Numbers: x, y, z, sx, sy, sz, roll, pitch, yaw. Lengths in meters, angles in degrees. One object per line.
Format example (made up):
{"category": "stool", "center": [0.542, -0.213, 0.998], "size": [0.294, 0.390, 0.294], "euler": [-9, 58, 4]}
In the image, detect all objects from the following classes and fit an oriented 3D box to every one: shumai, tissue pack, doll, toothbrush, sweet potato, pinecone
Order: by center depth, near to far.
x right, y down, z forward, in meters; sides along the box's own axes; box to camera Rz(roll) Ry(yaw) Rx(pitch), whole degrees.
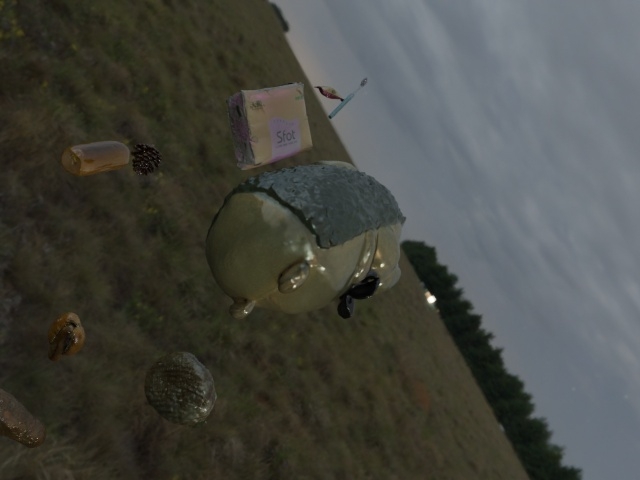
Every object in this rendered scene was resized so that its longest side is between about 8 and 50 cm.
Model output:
{"category": "doll", "center": [0.000, 0.000, 0.957], "size": [0.350, 0.247, 0.247], "euler": [-26, 86, -55]}
{"category": "toothbrush", "center": [0.065, -0.328, 1.451], "size": [0.011, 0.167, 0.014], "euler": [30, -35, 16]}
{"category": "shumai", "center": [-0.306, 0.355, 1.486], "size": [0.153, 0.210, 0.161], "euler": [41, 56, -48]}
{"category": "sweet potato", "center": [-0.832, 0.480, 1.701], "size": [0.114, 0.092, 0.341], "euler": [17, -36, 31]}
{"category": "tissue pack", "center": [-0.148, -0.332, 1.809], "size": [0.257, 0.123, 0.214], "euler": [-26, 111, -46]}
{"category": "pinecone", "center": [-0.558, -0.261, 2.017], "size": [0.102, 0.102, 0.109], "euler": [56, 27, -35]}

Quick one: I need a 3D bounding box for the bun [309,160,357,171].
{"category": "bun", "center": [0.037, -0.192, 2.080], "size": [0.173, 0.167, 0.113], "euler": [132, -37, -76]}

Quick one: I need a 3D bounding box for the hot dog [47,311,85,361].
{"category": "hot dog", "center": [-0.591, 0.225, 1.457], "size": [0.089, 0.140, 0.060], "euler": [53, 40, -1]}

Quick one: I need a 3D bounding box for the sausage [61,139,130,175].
{"category": "sausage", "center": [-0.733, -0.286, 2.144], "size": [0.112, 0.112, 0.328], "euler": [60, 25, -2]}

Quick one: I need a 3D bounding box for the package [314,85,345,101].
{"category": "package", "center": [0.026, -0.383, 1.642], "size": [0.083, 0.029, 0.059], "euler": [26, 7, -15]}
